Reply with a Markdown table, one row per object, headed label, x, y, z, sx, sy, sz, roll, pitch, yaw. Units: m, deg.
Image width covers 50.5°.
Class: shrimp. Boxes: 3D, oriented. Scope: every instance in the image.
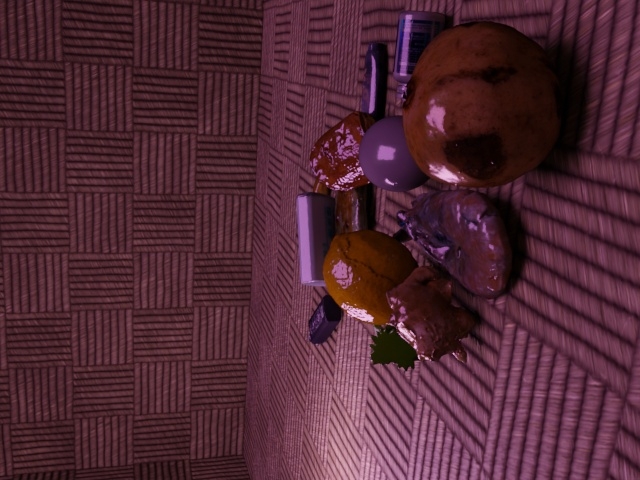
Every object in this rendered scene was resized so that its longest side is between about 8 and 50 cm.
| label | x | y | z | sx | sy | sz | roll | pitch | yaw |
| --- | --- | --- | --- | --- | --- | --- | --- | --- | --- |
| shrimp | 0.270 | -0.005 | 1.411 | 0.446 | 0.110 | 0.221 | -152 | 46 | -72 |

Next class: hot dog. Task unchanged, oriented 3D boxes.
| label | x | y | z | sx | sy | sz | roll | pitch | yaw |
| --- | --- | --- | --- | --- | --- | --- | --- | --- | --- |
| hot dog | 0.090 | -0.251 | 1.894 | 0.272 | 0.122 | 0.196 | -33 | 81 | 48 |

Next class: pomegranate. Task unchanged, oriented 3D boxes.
| label | x | y | z | sx | sy | sz | roll | pitch | yaw |
| --- | --- | --- | --- | --- | --- | --- | --- | --- | --- |
| pomegranate | 0.262 | -0.215 | 1.130 | 0.281 | 0.281 | 0.281 | 180 | 90 | -74 |

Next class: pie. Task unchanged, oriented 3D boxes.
| label | x | y | z | sx | sy | sz | roll | pitch | yaw |
| --- | --- | --- | --- | --- | --- | --- | --- | --- | --- |
| pie | 0.093 | -0.061 | 2.076 | 0.302 | 0.067 | 0.302 | 179 | 90 | -75 |

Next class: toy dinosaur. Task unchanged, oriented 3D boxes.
| label | x | y | z | sx | sy | sz | roll | pitch | yaw |
| --- | --- | --- | --- | --- | --- | --- | --- | --- | --- |
| toy dinosaur | 0.205 | 0.238 | 1.645 | 0.177 | 0.152 | 0.194 | -47 | -44 | -70 |

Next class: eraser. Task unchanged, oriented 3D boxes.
| label | x | y | z | sx | sy | sz | roll | pitch | yaw |
| --- | --- | --- | --- | --- | --- | --- | --- | --- | --- |
| eraser | 0.000 | 0.000 | 2.213 | 0.189 | 0.104 | 0.290 | 14 | -110 | -60 |

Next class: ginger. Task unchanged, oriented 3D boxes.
| label | x | y | z | sx | sy | sz | roll | pitch | yaw |
| --- | --- | --- | --- | --- | --- | --- | --- | --- | --- |
| ginger | 0.229 | 0.165 | 1.393 | 0.216 | 0.157 | 0.102 | 54 | 162 | 18 |

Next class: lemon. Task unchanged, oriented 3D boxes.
| label | x | y | z | sx | sy | sz | roll | pitch | yaw |
| --- | --- | --- | --- | --- | --- | --- | --- | --- | --- |
| lemon | 0.118 | 0.084 | 1.533 | 0.260 | 0.204 | 0.204 | 42 | 146 | 14 |

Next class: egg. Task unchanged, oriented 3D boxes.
| label | x | y | z | sx | sy | sz | roll | pitch | yaw |
| --- | --- | --- | --- | --- | --- | --- | --- | --- | --- |
| egg | 0.182 | -0.199 | 1.554 | 0.232 | 0.176 | 0.176 | -172 | 82 | -73 |

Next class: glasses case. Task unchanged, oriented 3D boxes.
| label | x | y | z | sx | sy | sz | roll | pitch | yaw |
| --- | --- | --- | --- | --- | --- | --- | --- | --- | --- |
| glasses case | -0.005 | -0.112 | 2.428 | 0.079 | 0.064 | 0.234 | -121 | 34 | -64 |

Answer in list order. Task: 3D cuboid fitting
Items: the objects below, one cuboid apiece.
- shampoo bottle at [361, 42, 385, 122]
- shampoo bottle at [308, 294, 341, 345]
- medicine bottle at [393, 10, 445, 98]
| label | x | y | z | sx | sy | sz | roll | pitch | yaw |
| --- | --- | --- | --- | --- | --- | --- | --- | --- | --- |
| shampoo bottle | 0.149 | -0.432 | 1.903 | 0.087 | 0.049 | 0.233 | -149 | 60 | -64 |
| shampoo bottle | 0.004 | 0.293 | 2.386 | 0.309 | 0.071 | 0.098 | 118 | 147 | -59 |
| medicine bottle | 0.221 | -0.418 | 1.540 | 0.107 | 0.107 | 0.191 | -132 | 44 | -67 |
